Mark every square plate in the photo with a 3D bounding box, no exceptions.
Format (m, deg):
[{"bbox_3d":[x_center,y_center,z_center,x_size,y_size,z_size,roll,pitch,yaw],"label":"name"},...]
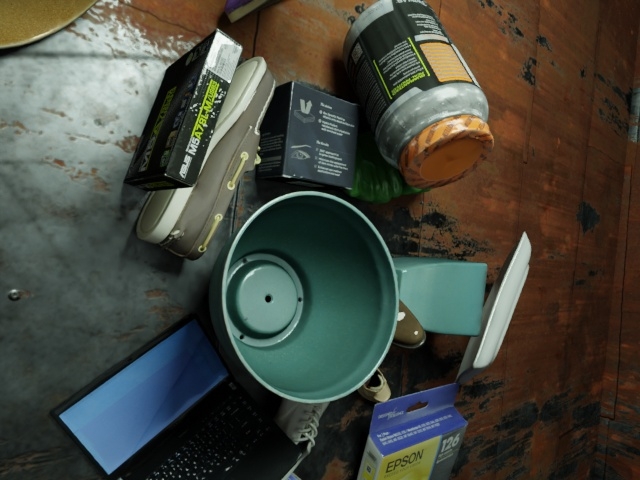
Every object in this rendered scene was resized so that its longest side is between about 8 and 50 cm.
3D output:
[{"bbox_3d":[0.437,0.197,1.052,0.347,0.049,0.344,-60,158,-18],"label":"square plate"}]

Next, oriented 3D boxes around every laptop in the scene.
[{"bbox_3d":[-0.196,0.288,0.613,0.234,0.264,0.136,-37,151,-30],"label":"laptop"}]

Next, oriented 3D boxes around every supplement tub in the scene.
[{"bbox_3d":[0.169,-0.262,0.746,0.194,0.193,0.315,8,55,-39],"label":"supplement tub"}]

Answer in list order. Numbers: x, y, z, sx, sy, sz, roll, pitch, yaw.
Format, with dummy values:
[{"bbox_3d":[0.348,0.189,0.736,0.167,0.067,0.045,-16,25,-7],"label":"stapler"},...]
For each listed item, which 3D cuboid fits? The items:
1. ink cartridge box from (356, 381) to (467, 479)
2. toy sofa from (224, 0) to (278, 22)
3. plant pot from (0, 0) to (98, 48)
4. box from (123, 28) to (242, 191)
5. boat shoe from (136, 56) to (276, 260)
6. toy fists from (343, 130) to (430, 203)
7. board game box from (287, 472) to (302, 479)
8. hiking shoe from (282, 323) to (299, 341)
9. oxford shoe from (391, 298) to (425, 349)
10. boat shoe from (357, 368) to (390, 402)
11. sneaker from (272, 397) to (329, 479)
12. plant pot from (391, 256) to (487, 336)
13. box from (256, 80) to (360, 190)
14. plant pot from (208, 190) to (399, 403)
[{"bbox_3d":[0.216,0.502,0.963,0.304,0.072,0.307,3,107,-37],"label":"ink cartridge box"},{"bbox_3d":[-0.016,-0.450,0.556,0.177,0.363,0.150,-46,120,-32],"label":"toy sofa"},{"bbox_3d":[-0.359,-0.372,0.396,0.254,0.237,0.237,50,63,-15],"label":"plant pot"},{"bbox_3d":[-0.189,-0.161,0.554,0.045,0.184,0.190,23,80,-40],"label":"box"},{"bbox_3d":[-0.152,-0.126,0.634,0.097,0.117,0.324,35,76,-40],"label":"boat shoe"},{"bbox_3d":[0.154,-0.157,0.886,0.279,0.096,0.142,-16,91,-35],"label":"toy fists"},{"bbox_3d":[-0.096,0.592,0.714,0.291,0.141,0.232,-38,116,-30],"label":"board game box"},{"bbox_3d":[0.029,0.182,0.798,0.227,0.114,0.086,-13,101,-37],"label":"hiking shoe"},{"bbox_3d":[0.105,0.110,0.777,0.083,0.227,0.096,-36,152,-22],"label":"oxford shoe"},{"bbox_3d":[0.111,0.309,0.909,0.170,0.059,0.063,50,64,-30],"label":"boat shoe"},{"bbox_3d":[-0.032,0.320,0.730,0.094,0.091,0.258,27,94,-25],"label":"sneaker"},{"bbox_3d":[0.221,0.118,0.920,0.234,0.166,0.165,7,89,-36],"label":"plant pot"},{"bbox_3d":[-0.020,-0.178,0.744,0.156,0.093,0.158,5,91,-39],"label":"box"},{"bbox_3d":[-0.051,0.088,0.659,0.293,0.196,0.292,7,77,-34],"label":"plant pot"}]
